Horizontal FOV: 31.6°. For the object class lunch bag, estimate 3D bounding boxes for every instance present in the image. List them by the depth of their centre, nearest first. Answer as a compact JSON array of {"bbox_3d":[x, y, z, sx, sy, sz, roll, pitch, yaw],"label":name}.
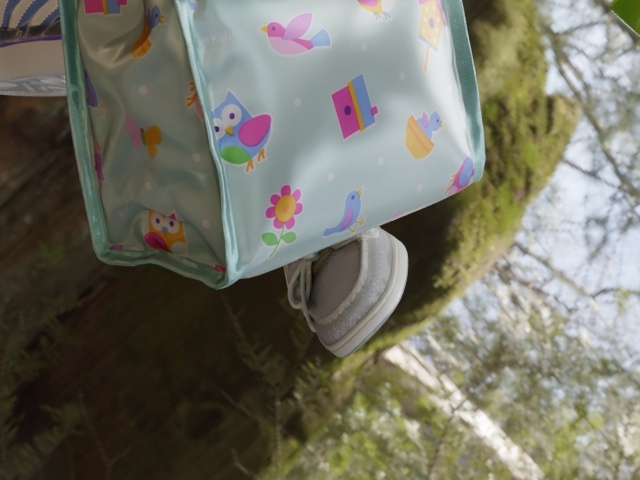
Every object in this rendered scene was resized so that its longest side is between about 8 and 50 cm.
[{"bbox_3d":[-0.030,-0.132,0.652,0.223,0.262,0.160,-21,-160,-40],"label":"lunch bag"}]

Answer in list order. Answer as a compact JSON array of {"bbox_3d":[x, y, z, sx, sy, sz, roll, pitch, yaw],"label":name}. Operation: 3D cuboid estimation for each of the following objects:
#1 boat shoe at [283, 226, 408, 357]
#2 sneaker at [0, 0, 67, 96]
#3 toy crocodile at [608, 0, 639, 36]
[{"bbox_3d":[0.001,-0.002,1.094,0.118,0.103,0.320,-48,-156,20],"label":"boat shoe"},{"bbox_3d":[-0.220,-0.254,1.014,0.322,0.130,0.236,3,-92,33],"label":"sneaker"},{"bbox_3d":[0.200,-0.048,0.533,0.115,0.105,0.340,-55,-169,37],"label":"toy crocodile"}]
